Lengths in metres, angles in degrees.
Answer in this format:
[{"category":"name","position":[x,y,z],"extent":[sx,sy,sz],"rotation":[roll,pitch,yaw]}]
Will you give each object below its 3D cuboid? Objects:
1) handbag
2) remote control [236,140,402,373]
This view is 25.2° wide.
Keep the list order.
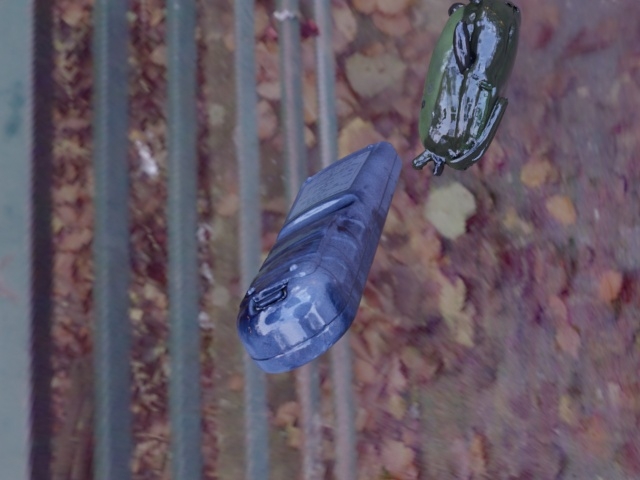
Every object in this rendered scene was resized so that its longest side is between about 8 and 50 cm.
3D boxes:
[{"category":"handbag","position":[0.082,-0.086,0.789],"extent":[0.047,0.072,0.111],"rotation":[14,72,5]},{"category":"remote control","position":[0.001,0.001,0.503],"extent":[0.043,0.152,0.027],"rotation":[-34,102,19]}]
